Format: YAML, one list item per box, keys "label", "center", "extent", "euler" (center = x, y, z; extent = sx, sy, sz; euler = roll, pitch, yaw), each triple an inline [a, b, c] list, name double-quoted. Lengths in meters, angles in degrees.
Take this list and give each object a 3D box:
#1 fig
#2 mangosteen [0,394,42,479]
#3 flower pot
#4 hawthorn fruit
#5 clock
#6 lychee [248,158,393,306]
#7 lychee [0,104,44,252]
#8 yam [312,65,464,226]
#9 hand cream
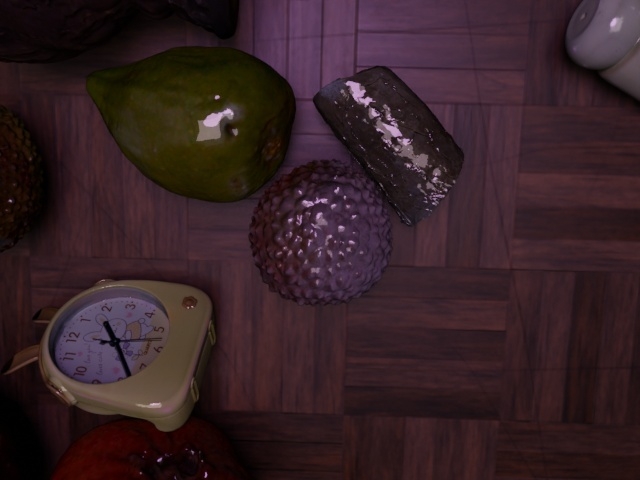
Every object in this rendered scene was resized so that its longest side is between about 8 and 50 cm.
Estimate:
- label: "fig"
  center: [-0.144, -0.124, 0.693]
  extent: [0.234, 0.167, 0.167]
  euler: [0, 100, -6]
- label: "mangosteen"
  center: [-0.482, 0.293, 0.684]
  extent: [0.306, 0.359, 0.305]
  euler: [13, 118, 25]
- label: "flower pot"
  center: [-0.213, -0.303, 0.622]
  extent: [0.267, 0.266, 0.266]
  euler: [1, 100, -4]
- label: "hawthorn fruit"
  center: [-0.198, 0.357, 0.746]
  extent: [0.266, 0.265, 0.307]
  euler: [15, 120, -1]
- label: "clock"
  center: [-0.247, 0.123, 0.751]
  extent: [0.232, 0.170, 0.069]
  euler: [7, 139, 5]
- label: "lychee"
  center: [0.000, 0.000, 0.718]
  extent: [0.165, 0.165, 0.197]
  euler: [10, 134, 0]
- label: "lychee"
  center: [-0.387, -0.074, 0.720]
  extent: [0.171, 0.171, 0.171]
  euler: [0, 100, 1]
- label: "yam"
  center: [0.081, -0.117, 0.725]
  extent: [0.107, 0.107, 0.183]
  euler: [-40, 96, 8]
- label: "hand cream"
  center: [0.419, -0.184, 0.719]
  extent: [0.306, 0.093, 0.147]
  euler: [21, 100, -12]
